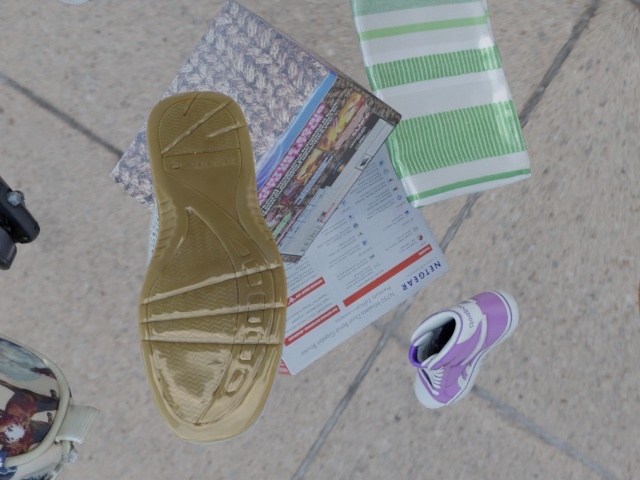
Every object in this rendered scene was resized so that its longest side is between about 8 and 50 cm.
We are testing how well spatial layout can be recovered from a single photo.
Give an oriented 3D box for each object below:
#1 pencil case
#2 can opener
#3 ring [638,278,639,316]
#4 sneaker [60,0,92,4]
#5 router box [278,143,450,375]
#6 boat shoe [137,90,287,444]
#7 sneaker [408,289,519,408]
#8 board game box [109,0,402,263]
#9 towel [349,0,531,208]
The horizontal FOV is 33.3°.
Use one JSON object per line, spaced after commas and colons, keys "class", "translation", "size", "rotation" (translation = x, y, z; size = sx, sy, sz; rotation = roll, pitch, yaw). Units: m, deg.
{"class": "pencil case", "translation": [-0.350, 0.285, 1.031], "size": [0.183, 0.160, 0.410], "rotation": [26, 122, 7]}
{"class": "can opener", "translation": [-0.330, -0.050, 1.037], "size": [0.059, 0.073, 0.186], "rotation": [-14, 138, 6]}
{"class": "ring", "translation": [0.625, 0.101, 1.534], "size": [0.336, 0.032, 0.337], "rotation": [1, 67, -3]}
{"class": "sneaker", "translation": [-0.232, -0.257, 0.979], "size": [0.080, 0.094, 0.212], "rotation": [-47, 48, 0]}
{"class": "router box", "translation": [0.000, 0.000, 1.699], "size": [0.335, 0.082, 0.301], "rotation": [-31, 99, -23]}
{"class": "boat shoe", "translation": [-0.075, 0.025, 0.757], "size": [0.098, 0.277, 0.096], "rotation": [-2, 146, -4]}
{"class": "sneaker", "translation": [0.180, 0.183, 1.688], "size": [0.102, 0.161, 0.282], "rotation": [54, 140, 27]}
{"class": "board game box", "translation": [-0.061, -0.110, 1.228], "size": [0.141, 0.291, 0.232], "rotation": [39, 99, 17]}
{"class": "towel", "translation": [0.175, -0.222, 1.518], "size": [0.038, 0.247, 0.325], "rotation": [-10, 95, 57]}
